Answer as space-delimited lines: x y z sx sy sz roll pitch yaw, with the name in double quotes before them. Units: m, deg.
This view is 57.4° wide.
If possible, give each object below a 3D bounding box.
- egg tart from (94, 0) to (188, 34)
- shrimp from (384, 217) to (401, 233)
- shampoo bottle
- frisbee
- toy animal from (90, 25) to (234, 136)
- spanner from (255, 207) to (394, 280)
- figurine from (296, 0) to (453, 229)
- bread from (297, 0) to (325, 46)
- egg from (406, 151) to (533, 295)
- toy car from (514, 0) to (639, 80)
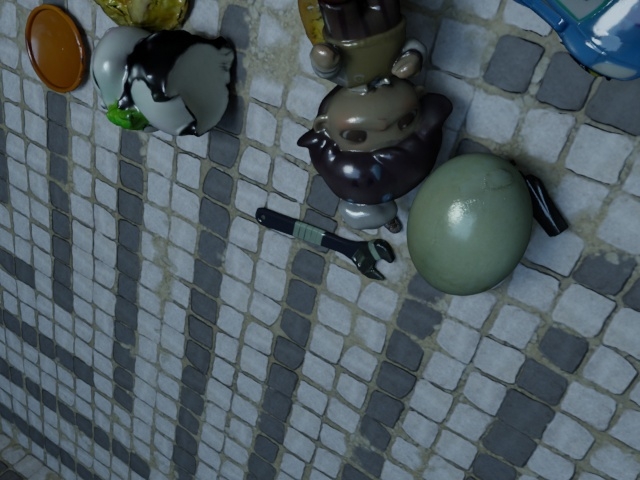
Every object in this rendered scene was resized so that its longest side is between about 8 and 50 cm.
"egg tart" -0.370 -0.519 1.096 0.297 0.132 0.297 17 126 26
"shrimp" 0.111 -0.049 1.066 0.092 0.038 0.029 40 84 11
"shampoo bottle" 0.337 -0.068 0.923 0.048 0.027 0.137 -36 90 40
"frisbee" -0.593 -0.433 1.323 0.192 0.035 0.192 12 117 26
"toy animal" -0.317 -0.297 1.107 0.266 0.212 0.213 7 115 26
"spanner" 0.000 0.000 1.167 0.315 0.024 0.087 20 126 23
"figurine" 0.086 -0.202 0.850 0.206 0.218 0.365 49 163 23
"bread" 0.042 -0.376 0.896 0.174 0.133 0.252 18 119 22
"egg" 0.229 -0.020 0.911 0.186 0.186 0.253 28 137 18
"toy car" 0.322 -0.333 0.699 0.314 0.166 0.198 55 132 19
